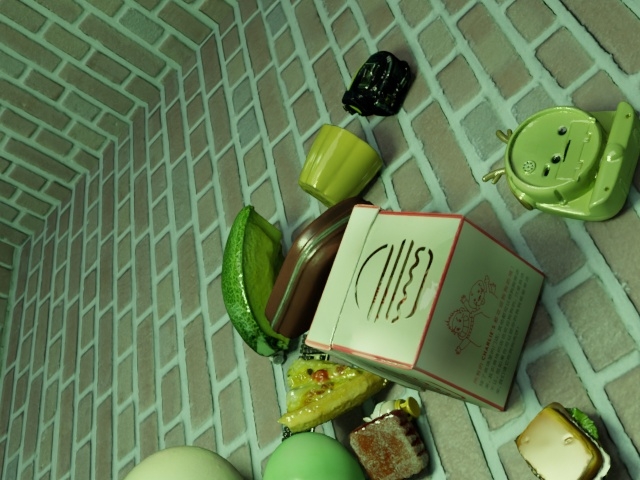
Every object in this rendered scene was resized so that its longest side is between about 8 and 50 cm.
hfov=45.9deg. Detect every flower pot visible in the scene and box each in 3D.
[{"bbox_3d":[0.041,-0.188,2.024,0.179,0.195,0.195,-56,35,-8],"label":"flower pot"}]

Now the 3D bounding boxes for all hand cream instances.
[{"bbox_3d":[-0.141,0.270,2.068,0.067,0.042,0.194,-55,32,13],"label":"hand cream"}]

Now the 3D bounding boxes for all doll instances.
[{"bbox_3d":[0.151,0.385,1.613,0.127,0.073,0.084,-30,56,29],"label":"doll"}]

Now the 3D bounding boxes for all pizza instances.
[{"bbox_3d":[-0.016,0.330,1.744,0.280,0.075,0.288,-27,21,-25],"label":"pizza"}]

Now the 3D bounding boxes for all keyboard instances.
[{"bbox_3d":[-0.039,0.380,1.881,0.106,0.027,0.317,-14,56,44],"label":"keyboard"}]

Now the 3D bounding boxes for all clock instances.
[{"bbox_3d":[0.478,-0.168,1.539,0.308,0.096,0.235,9,74,39],"label":"clock"}]

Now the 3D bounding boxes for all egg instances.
[{"bbox_3d":[-0.014,0.525,1.584,0.220,0.220,0.269,-55,26,7],"label":"egg"},{"bbox_3d":[-0.321,0.647,1.791,0.354,0.354,0.340,-53,13,10],"label":"egg"}]

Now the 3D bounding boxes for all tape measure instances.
[{"bbox_3d":[0.161,-0.447,2.149,0.199,0.112,0.186,13,74,52],"label":"tape measure"}]

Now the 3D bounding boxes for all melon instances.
[{"bbox_3d":[-0.169,0.134,2.038,0.331,0.226,0.343,105,176,-46],"label":"melon"}]

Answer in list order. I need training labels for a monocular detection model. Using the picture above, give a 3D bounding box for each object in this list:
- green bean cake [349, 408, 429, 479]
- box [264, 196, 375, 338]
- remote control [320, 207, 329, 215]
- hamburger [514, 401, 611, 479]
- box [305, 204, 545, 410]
[{"bbox_3d":[0.143,0.429,1.557,0.136,0.056,0.135,-34,79,27],"label":"green bean cake"},{"bbox_3d":[0.006,0.071,1.733,0.108,0.263,0.404,44,143,17],"label":"box"},{"bbox_3d":[0.000,0.000,2.080,0.247,0.052,0.104,-53,37,5],"label":"remote control"},{"bbox_3d":[0.423,0.362,1.288,0.137,0.087,0.166,-50,38,12],"label":"hamburger"},{"bbox_3d":[0.213,0.133,1.511,0.300,0.312,0.314,6,72,50],"label":"box"}]
